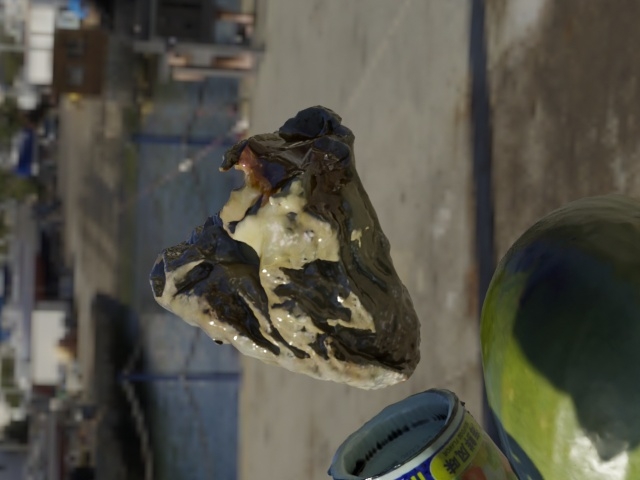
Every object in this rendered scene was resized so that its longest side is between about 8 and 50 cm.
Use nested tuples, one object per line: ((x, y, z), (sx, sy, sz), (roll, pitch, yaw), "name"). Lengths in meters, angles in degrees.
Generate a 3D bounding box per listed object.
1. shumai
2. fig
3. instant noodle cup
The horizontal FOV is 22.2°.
((0.000, 0.000, 1.776), (0.267, 0.314, 0.262), (-63, -1, -78), "shumai")
((0.275, 0.126, 1.435), (0.316, 0.316, 0.316), (-178, 90, -80), "fig")
((0.174, 0.370, 2.117), (0.312, 0.284, 0.284), (57, 178, -14), "instant noodle cup")
